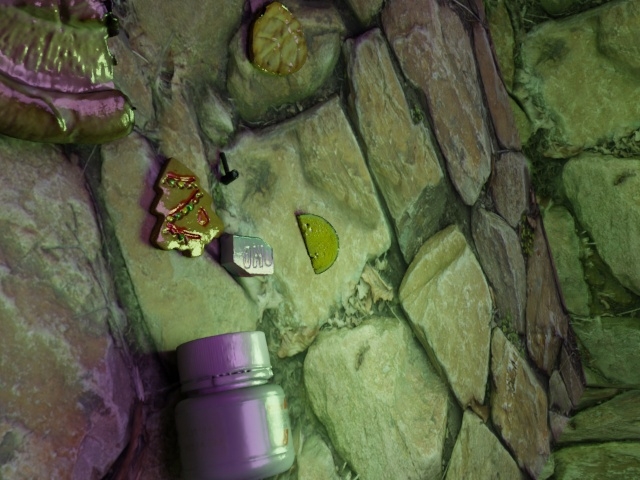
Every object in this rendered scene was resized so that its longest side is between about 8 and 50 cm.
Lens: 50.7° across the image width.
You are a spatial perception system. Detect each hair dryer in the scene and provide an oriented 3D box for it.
[{"bbox_3d":[-0.234,-0.185,1.692,0.026,0.047,0.083,1,68,-50],"label":"hair dryer"}]

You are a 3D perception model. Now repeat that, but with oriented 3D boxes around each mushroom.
[{"bbox_3d":[-0.567,-0.302,1.221,0.397,0.224,0.313,-21,125,-28],"label":"mushroom"}]

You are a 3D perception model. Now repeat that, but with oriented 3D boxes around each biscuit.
[{"bbox_3d":[-0.123,-0.557,1.898,0.203,0.041,0.260,60,45,-28],"label":"biscuit"},{"bbox_3d":[-0.316,-0.077,1.570,0.212,0.041,0.238,-18,97,-48],"label":"biscuit"}]

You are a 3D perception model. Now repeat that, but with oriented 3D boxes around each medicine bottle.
[{"bbox_3d":[-0.195,0.363,1.468,0.241,0.241,0.302,4,70,-50],"label":"medicine bottle"}]

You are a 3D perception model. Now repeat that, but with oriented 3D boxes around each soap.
[{"bbox_3d":[-0.180,0.042,1.695,0.149,0.056,0.100,8,79,-49],"label":"soap"}]

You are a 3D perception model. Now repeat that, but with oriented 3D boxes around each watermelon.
[{"bbox_3d":[0.009,-0.002,1.914,0.092,0.075,0.181,-26,104,-45],"label":"watermelon"}]
